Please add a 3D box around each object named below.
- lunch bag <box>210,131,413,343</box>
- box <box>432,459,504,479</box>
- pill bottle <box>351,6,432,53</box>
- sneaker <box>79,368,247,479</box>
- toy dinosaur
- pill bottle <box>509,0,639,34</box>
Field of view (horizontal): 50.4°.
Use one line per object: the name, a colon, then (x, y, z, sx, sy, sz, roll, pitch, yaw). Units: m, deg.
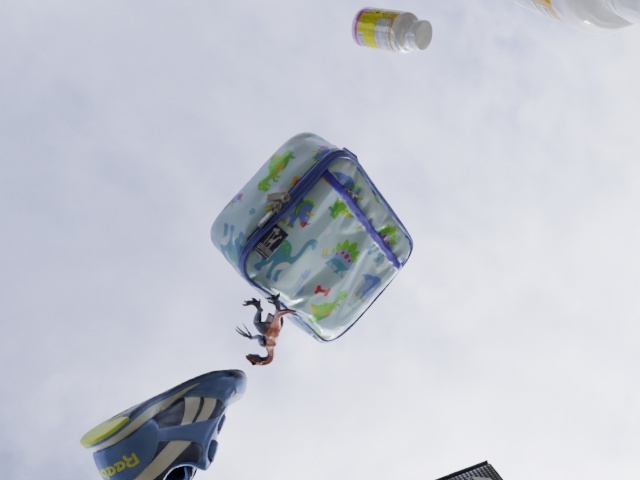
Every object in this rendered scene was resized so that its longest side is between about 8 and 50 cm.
lunch bag: (0.000, 0.000, 0.742, 0.176, 0.090, 0.219, -47, -43, -7)
box: (0.082, 0.252, 0.458, 0.184, 0.190, 0.045, -17, -64, -11)
pill bottle: (0.076, -0.222, 0.719, 0.043, 0.083, 0.043, -25, -54, -41)
sneaker: (-0.093, 0.127, 0.451, 0.059, 0.053, 0.144, 62, -152, 6)
toy dinosaur: (-0.056, 0.096, 0.678, 0.047, 0.090, 0.082, -15, -70, -21)
pill bottle: (0.165, -0.212, 0.453, 0.117, 0.117, 0.215, -8, -145, -25)
